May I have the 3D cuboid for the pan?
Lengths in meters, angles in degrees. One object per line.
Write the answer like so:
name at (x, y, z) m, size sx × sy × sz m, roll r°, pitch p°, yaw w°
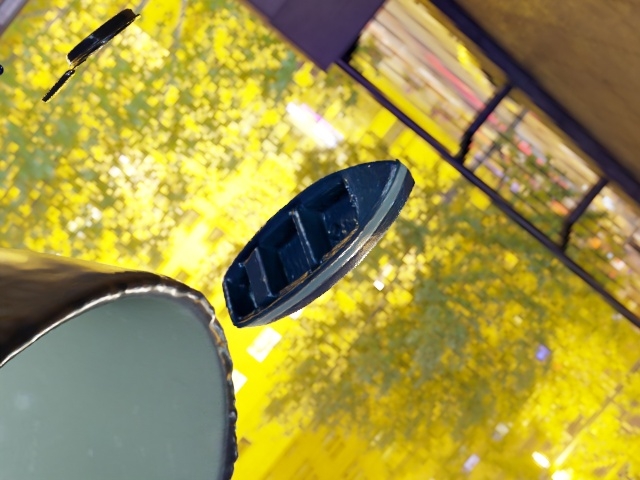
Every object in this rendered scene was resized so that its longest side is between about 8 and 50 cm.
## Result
pan at (-0.366, -0.284, 1.683) m, size 0.028 × 0.235 × 0.136 m, roll 50°, pitch -146°, yaw -10°

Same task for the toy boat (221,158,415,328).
toy boat at (0.000, 0.000, 1.202) m, size 0.062 × 0.299 × 0.096 m, roll 10°, pitch -129°, yaw -41°

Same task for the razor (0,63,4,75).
razor at (-0.370, -0.168, 1.001) m, size 0.155 × 0.044 × 0.028 m, roll 7°, pitch 173°, yaw -29°

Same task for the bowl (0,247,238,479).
bowl at (-0.193, 0.150, 0.429) m, size 0.185 × 0.353 × 0.354 m, roll 19°, pitch 178°, yaw 18°
